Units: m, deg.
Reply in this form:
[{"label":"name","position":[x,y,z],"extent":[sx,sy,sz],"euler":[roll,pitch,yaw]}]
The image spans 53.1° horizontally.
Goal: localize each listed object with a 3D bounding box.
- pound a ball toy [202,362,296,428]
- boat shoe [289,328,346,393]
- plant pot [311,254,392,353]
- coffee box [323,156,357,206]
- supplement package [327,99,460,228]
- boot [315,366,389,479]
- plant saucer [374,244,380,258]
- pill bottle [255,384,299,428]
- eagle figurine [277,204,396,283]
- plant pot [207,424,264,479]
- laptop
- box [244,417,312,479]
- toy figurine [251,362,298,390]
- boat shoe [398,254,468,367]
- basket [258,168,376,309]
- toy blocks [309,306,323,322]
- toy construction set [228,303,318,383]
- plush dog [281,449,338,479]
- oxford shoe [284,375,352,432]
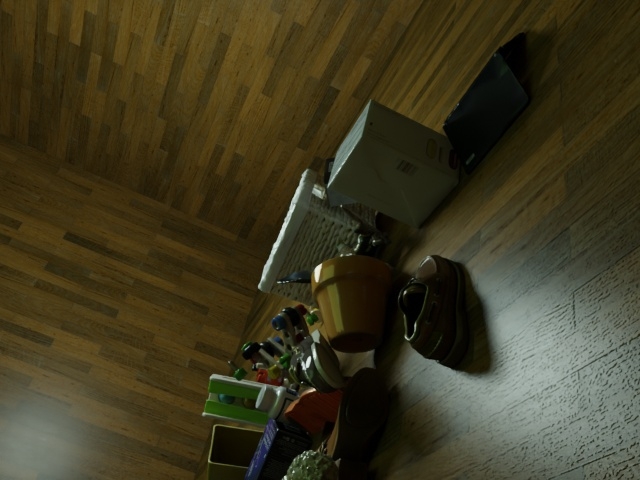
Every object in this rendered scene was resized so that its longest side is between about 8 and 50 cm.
[{"label":"pound a ball toy","position":[-0.190,0.476,2.028],"extent":[0.136,0.319,0.208],"euler":[106,174,-82]},{"label":"boat shoe","position":[-0.016,0.285,1.445],"extent":[0.097,0.116,0.324],"euler":[-35,6,0]},{"label":"plant pot","position":[0.081,0.168,1.585],"extent":[0.205,0.205,0.188],"euler":[126,149,-50]},{"label":"coffee box","position":[0.139,-0.187,1.867],"extent":[0.141,0.246,0.098],"euler":[-84,-16,-60]},{"label":"supplement package","position":[0.185,-0.186,1.597],"extent":[0.204,0.262,0.145],"euler":[126,163,-48]},{"label":"boot","position":[0.055,0.432,1.391],"extent":[0.220,0.109,0.283],"euler":[123,159,-57]},{"label":"plant saucer","position":[0.152,0.042,1.937],"extent":[0.119,0.021,0.119],"euler":[-156,90,-79]},{"label":"pill bottle","position":[-0.091,0.468,1.804],"extent":[0.094,0.169,0.094],"euler":[-62,11,21]},{"label":"eagle figurine","position":[0.062,0.075,1.752],"extent":[0.298,0.226,0.225],"euler":[-50,-5,14]},{"label":"plant pot","position":[-0.252,0.728,2.007],"extent":[0.212,0.212,0.187],"euler":[-106,27,-74]},{"label":"laptop","position":[0.405,-0.321,1.486],"extent":[0.264,0.136,0.234],"euler":[-40,-11,-45]},{"label":"box","position":[-0.122,0.620,1.797],"extent":[0.207,0.108,0.153],"euler":[-67,11,-5]},{"label":"toy figurine","position":[-0.175,0.526,2.212],"extent":[0.213,0.148,0.209],"euler":[-164,92,-78]},{"label":"boat shoe","position":[0.211,0.109,1.245],"extent":[0.307,0.104,0.110],"euler":[-86,22,-62]},{"label":"basket","position":[0.000,0.000,2.018],"extent":[0.328,0.266,0.331],"euler":[-79,11,-66]},{"label":"toy blocks","position":[0.004,0.202,2.246],"extent":[0.148,0.054,0.123],"euler":[-88,23,-65]},{"label":"toy construction set","position":[-0.055,0.339,1.886],"extent":[0.257,0.237,0.309],"euler":[-48,-14,19]},{"label":"plush dog","position":[-0.019,0.549,1.153],"extent":[0.225,0.211,0.262],"euler":[13,109,51]},{"label":"oxford shoe","position":[0.019,0.375,1.593],"extent":[0.132,0.130,0.364],"euler":[-58,9,-33]}]
